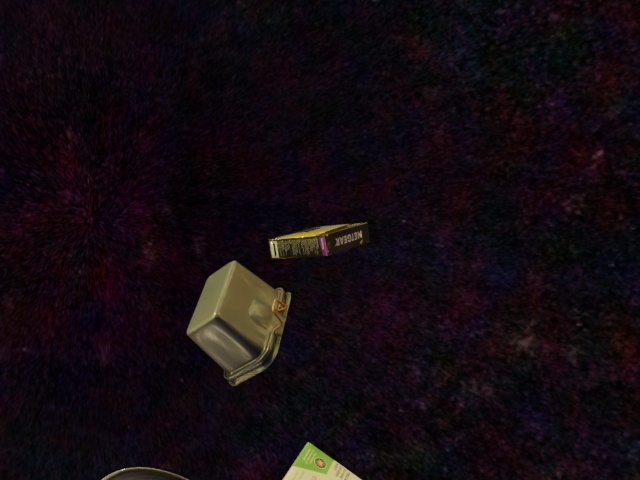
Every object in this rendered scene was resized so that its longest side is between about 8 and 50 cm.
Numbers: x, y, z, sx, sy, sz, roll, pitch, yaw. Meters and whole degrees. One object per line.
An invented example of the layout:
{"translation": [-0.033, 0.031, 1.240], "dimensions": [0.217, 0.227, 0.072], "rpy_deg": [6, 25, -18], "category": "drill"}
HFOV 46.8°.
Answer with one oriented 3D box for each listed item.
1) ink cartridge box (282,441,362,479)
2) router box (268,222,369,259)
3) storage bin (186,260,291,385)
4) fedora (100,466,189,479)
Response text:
{"translation": [0.036, 0.539, 1.379], "dimensions": [0.278, 0.201, 0.117], "rpy_deg": [34, 109, 7], "category": "ink cartridge box"}
{"translation": [0.000, 0.000, 1.495], "dimensions": [0.179, 0.133, 0.046], "rpy_deg": [-17, 101, -58], "category": "router box"}
{"translation": [-0.100, 0.092, 0.913], "dimensions": [0.098, 0.135, 0.091], "rpy_deg": [-32, 118, 31], "category": "storage bin"}
{"translation": [-0.268, 0.508, 1.182], "dimensions": [0.275, 0.124, 0.244], "rpy_deg": [41, 79, -13], "category": "fedora"}
